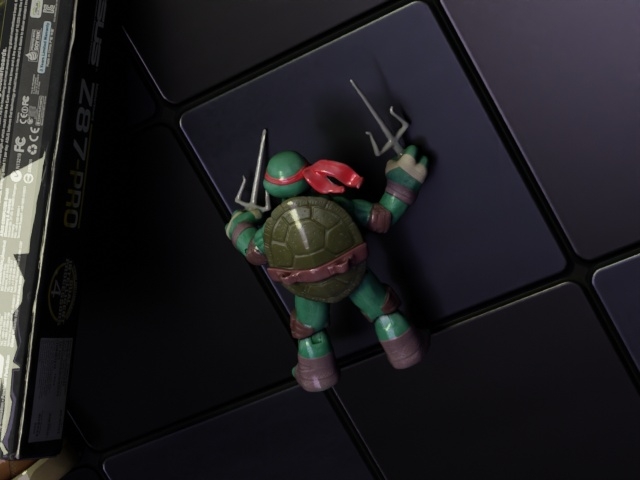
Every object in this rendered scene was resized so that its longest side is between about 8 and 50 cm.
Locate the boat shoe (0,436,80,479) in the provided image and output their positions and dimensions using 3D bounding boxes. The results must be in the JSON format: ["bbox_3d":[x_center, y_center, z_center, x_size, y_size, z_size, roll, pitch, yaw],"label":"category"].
[{"bbox_3d":[-0.359,0.223,1.730,0.307,0.111,0.104,-31,96,20],"label":"boat shoe"}]

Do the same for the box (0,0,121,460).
[{"bbox_3d":[-0.336,-0.042,1.503,0.318,0.097,0.395,6,89,16],"label":"box"}]

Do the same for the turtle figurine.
[{"bbox_3d":[0.000,0.000,1.480,0.175,0.118,0.234,-7,117,23],"label":"turtle figurine"}]
